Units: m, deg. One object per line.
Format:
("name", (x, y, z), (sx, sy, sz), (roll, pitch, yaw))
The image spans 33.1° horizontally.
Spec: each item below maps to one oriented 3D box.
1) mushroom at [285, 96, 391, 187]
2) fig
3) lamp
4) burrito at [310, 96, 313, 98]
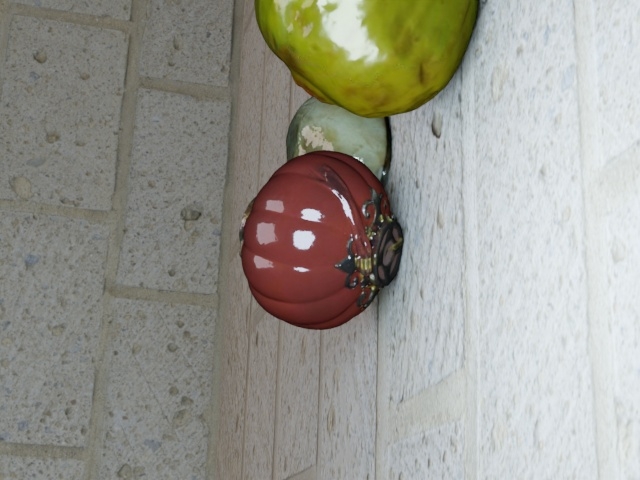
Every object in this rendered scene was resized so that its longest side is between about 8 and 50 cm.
("mushroom", (0.026, -0.177, 1.993), (0.189, 0.164, 0.266), (116, 157, -57))
("fig", (0.076, -0.358, 1.581), (0.343, 0.344, 0.343), (-173, 90, -77))
("lamp", (0.000, 0.000, 1.795), (0.303, 0.257, 0.303), (-38, -45, -53))
("burrito", (0.054, -0.386, 2.113), (0.143, 0.105, 0.299), (-98, 18, -59))
